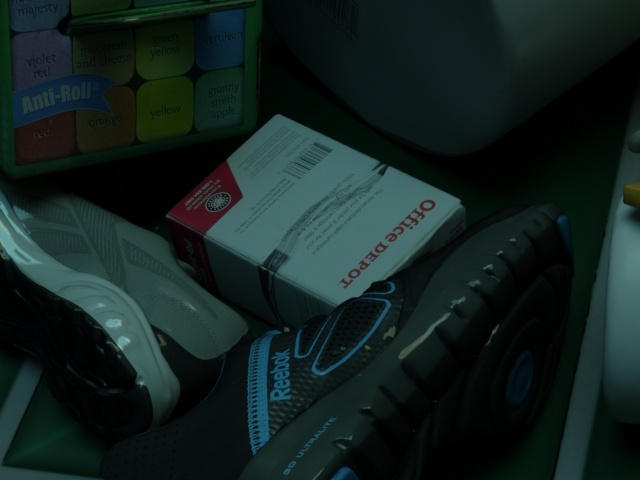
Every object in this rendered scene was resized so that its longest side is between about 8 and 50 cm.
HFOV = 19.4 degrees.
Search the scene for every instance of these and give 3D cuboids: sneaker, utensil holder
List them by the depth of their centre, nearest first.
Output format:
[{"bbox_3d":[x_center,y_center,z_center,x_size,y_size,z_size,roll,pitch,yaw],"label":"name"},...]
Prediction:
[{"bbox_3d":[0.024,0.064,0.994,0.139,0.125,0.341,14,32,31],"label":"sneaker"},{"bbox_3d":[-0.148,0.020,1.138,0.108,0.100,0.271,-22,46,-33],"label":"sneaker"},{"bbox_3d":[0.151,-0.283,1.202,0.385,0.328,0.327,-37,51,-21],"label":"utensil holder"}]

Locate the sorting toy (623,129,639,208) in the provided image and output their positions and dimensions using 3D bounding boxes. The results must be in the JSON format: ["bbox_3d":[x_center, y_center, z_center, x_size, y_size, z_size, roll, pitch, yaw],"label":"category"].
[{"bbox_3d":[0.297,-0.074,1.053,0.196,0.047,0.347,13,23,34],"label":"sorting toy"}]

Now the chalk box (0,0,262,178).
[{"bbox_3d":[-0.150,-0.153,1.160,0.180,0.179,0.289,-12,25,-31],"label":"chalk box"}]

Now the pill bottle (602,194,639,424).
[{"bbox_3d":[0.271,0.042,0.996,0.229,0.131,0.131,4,47,14],"label":"pill bottle"}]

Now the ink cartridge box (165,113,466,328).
[{"bbox_3d":[0.000,0.000,1.137,0.150,0.063,0.109,27,56,32],"label":"ink cartridge box"}]
